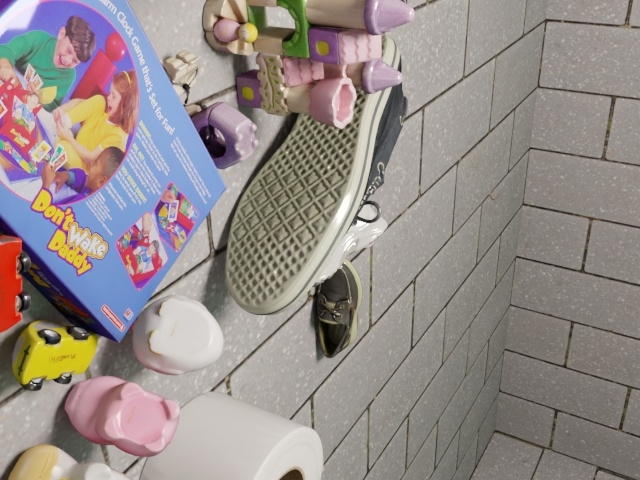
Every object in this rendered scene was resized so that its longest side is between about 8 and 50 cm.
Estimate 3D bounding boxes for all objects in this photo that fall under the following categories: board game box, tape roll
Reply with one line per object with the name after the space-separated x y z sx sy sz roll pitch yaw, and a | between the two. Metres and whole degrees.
-0.240 -0.088 0.714 0.233 0.078 0.347 -60 149 -28 | board game box
-0.126 0.365 1.057 0.246 0.169 0.246 -36 133 -50 | tape roll

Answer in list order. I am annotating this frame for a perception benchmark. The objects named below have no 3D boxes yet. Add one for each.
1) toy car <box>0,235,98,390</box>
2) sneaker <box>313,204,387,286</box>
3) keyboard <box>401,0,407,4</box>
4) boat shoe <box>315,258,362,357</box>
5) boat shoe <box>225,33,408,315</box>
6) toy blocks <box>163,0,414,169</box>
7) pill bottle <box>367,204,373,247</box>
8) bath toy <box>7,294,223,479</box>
-0.328 0.125 0.665 0.225 0.053 0.239 -54 156 -24 | toy car
0.000 0.000 1.226 0.232 0.090 0.115 -39 94 -26 | sneaker
0.093 -0.460 1.166 0.317 0.033 0.202 -34 118 -51 | keyboard
0.029 0.130 1.332 0.073 0.080 0.224 -54 151 -45 | boat shoe
0.015 -0.098 1.087 0.156 0.186 0.500 56 49 -49 | boat shoe
-0.009 -0.259 0.869 0.309 0.260 0.289 -46 142 -44 | toy blocks
0.082 -0.030 1.392 0.043 0.043 0.083 -42 138 -47 | pill bottle
-0.238 0.220 0.826 0.348 0.151 0.129 -64 -171 -26 | bath toy
